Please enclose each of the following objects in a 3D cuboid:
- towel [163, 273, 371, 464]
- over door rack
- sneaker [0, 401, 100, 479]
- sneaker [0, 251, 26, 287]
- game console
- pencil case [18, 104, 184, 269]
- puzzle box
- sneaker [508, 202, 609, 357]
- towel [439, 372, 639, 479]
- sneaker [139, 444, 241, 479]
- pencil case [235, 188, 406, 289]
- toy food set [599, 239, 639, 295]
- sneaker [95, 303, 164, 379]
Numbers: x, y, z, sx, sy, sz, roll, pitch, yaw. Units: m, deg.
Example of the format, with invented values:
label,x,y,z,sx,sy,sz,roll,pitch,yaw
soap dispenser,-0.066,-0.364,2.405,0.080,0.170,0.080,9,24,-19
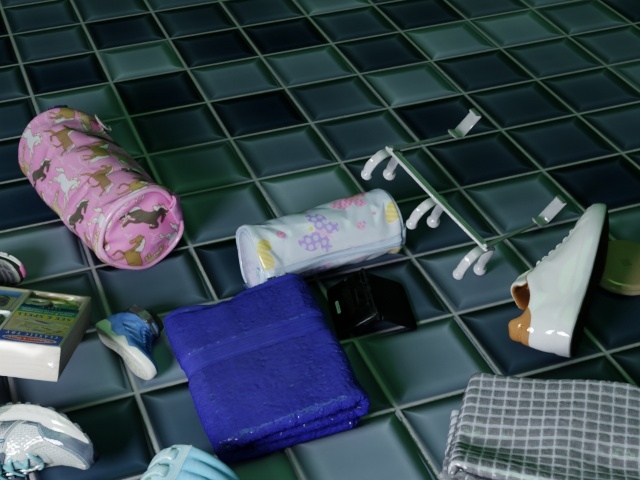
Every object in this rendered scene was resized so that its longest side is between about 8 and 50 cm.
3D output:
label,x,y,z,sx,sy,sz,roll,pitch,yaw
towel,-0.080,0.182,1.710,0.228,0.076,0.308,-18,37,-11
over door rack,0.231,-0.071,1.967,0.239,0.108,0.324,48,39,13
sneaker,-0.426,0.282,1.567,0.283,0.110,0.122,5,52,15
sneaker,-0.553,0.060,1.914,0.170,0.063,0.075,2,34,15
game console,0.078,0.106,1.860,0.107,0.071,0.122,-31,33,10
pencil case,-0.378,-0.094,2.053,0.160,0.167,0.386,14,19,-41
puzzle box,-0.549,0.111,1.704,0.409,0.052,0.272,7,12,-4
sneaker,0.361,0.044,1.828,0.123,0.106,0.290,10,48,24
towel,0.293,0.274,1.505,0.284,0.121,0.235,6,34,11
sneaker,-0.235,0.336,1.438,0.319,0.127,0.208,6,35,-6
pencil case,0.000,0.000,1.928,0.273,0.113,0.124,-17,23,-23
toy food set,0.487,0.046,1.917,0.192,0.038,0.132,23,48,24
sneaker,-0.262,0.144,1.777,0.084,0.058,0.152,-31,37,-24
